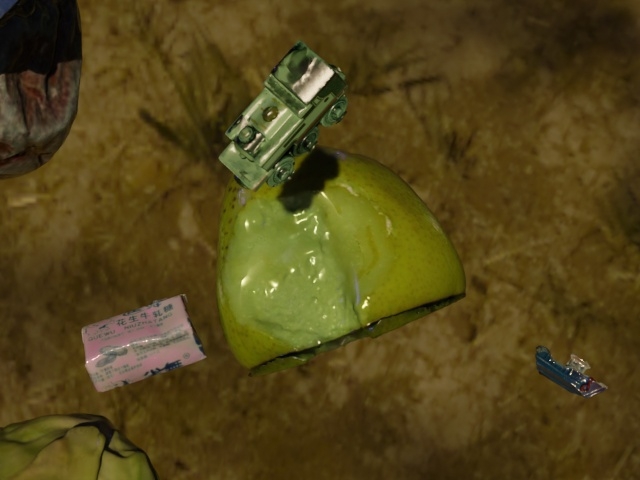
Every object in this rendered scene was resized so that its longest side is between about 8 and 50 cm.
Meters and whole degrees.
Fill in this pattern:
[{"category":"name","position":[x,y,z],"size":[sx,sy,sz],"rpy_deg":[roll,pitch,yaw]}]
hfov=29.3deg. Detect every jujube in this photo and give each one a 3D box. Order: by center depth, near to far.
[{"category":"jujube","position":[-0.425,-0.224,1.548],"size":[0.215,0.246,0.308],"rpy_deg":[2,75,25]}]

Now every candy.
[{"category":"candy","position":[-0.249,0.143,1.704],"size":[0.160,0.073,0.092],"rpy_deg":[-18,35,-6]}]

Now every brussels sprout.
[{"category":"brussels sprout","position":[-0.341,0.369,1.482],"size":[0.328,0.247,0.328],"rpy_deg":[6,49,-7]}]

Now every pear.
[{"category":"pear","position":[0.000,0.000,1.352],"size":[0.292,0.159,0.292],"rpy_deg":[-2,83,15]}]

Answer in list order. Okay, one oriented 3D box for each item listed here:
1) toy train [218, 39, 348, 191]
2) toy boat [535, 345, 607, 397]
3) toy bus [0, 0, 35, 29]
[{"category":"toy train","position":[-0.020,-0.064,0.653],"size":[0.033,0.053,0.083],"rpy_deg":[43,93,19]},{"category":"toy boat","position":[0.256,0.133,1.253],"size":[0.083,0.038,0.038],"rpy_deg":[32,47,30]},{"category":"toy bus","position":[-0.316,-0.278,1.234],"size":[0.094,0.236,0.079],"rpy_deg":[51,43,-11]}]
